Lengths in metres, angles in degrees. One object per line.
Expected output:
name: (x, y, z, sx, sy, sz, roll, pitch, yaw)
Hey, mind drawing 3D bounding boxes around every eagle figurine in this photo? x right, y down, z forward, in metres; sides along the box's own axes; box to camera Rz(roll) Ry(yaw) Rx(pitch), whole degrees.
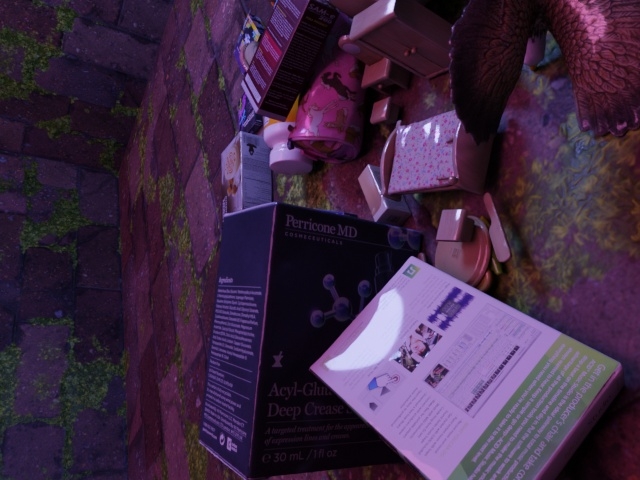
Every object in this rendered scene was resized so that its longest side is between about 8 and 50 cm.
eagle figurine: (0.274, -0.278, 0.649, 0.226, 0.225, 0.298, -32, 44, 39)

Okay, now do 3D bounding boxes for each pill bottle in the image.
pill bottle: (-0.065, -0.288, 1.238, 0.136, 0.136, 0.246, -17, 68, 56)

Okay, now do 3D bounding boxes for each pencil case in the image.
pencil case: (0.024, -0.365, 1.102, 0.160, 0.167, 0.386, 32, -116, -79)

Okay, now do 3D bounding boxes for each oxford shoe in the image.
oxford shoe: (-0.135, -0.476, 1.461, 0.130, 0.123, 0.348, -35, 47, 16)

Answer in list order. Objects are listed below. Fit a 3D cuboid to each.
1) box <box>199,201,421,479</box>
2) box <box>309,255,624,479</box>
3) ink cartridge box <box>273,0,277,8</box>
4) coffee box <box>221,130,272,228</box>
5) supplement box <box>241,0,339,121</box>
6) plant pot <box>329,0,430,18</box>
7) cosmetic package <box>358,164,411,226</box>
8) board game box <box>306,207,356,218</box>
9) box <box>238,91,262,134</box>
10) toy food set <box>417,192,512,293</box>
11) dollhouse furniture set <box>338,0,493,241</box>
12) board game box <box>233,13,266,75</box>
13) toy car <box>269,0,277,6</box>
box: (-0.014, 0.160, 0.886, 0.212, 0.293, 0.396, -7, 76, 57)
box: (0.163, 0.173, 0.662, 0.232, 0.058, 0.322, -46, 40, -12)
ink cartridge box: (-0.033, -0.644, 1.311, 0.180, 0.104, 0.060, -62, 35, 28)
coffee box: (-0.211, -0.162, 1.478, 0.141, 0.098, 0.247, -33, 55, 51)
supplement box: (-0.067, -0.375, 1.033, 0.239, 0.073, 0.130, -58, 40, 31)
plant pot: (0.102, -0.513, 0.942, 0.191, 0.284, 0.284, 119, 156, -83)
cosmetic package: (0.117, -0.082, 0.962, 0.041, 0.060, 0.115, -53, 39, 38)
board game box: (0.000, 0.000, 1.152, 0.201, 0.035, 0.136, 10, 91, 59)
box: (-0.221, -0.398, 1.625, 0.116, 0.029, 0.162, -37, 53, 48)
toy food set: (0.222, 0.027, 0.792, 0.192, 0.038, 0.132, 130, 145, -48)
dollhouse furniture set: (0.110, -0.185, 0.854, 0.303, 0.173, 0.356, -1, 74, 59)
board game box: (-0.219, -0.621, 1.665, 0.141, 0.048, 0.170, -58, 38, 30)
toy car: (-0.153, -0.781, 1.507, 0.210, 0.219, 0.238, 29, 135, 57)
